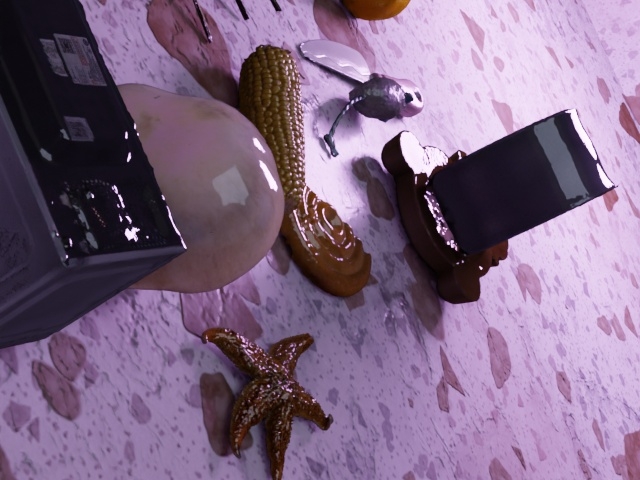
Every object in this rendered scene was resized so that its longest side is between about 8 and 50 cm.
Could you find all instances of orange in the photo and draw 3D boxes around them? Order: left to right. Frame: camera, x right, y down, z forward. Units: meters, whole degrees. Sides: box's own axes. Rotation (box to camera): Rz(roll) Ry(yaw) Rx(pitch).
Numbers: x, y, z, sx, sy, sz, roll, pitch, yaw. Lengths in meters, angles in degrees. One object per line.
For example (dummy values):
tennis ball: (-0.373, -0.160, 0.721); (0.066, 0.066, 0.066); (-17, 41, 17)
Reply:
orange: (0.095, -0.474, 1.971); (0.154, 0.134, 0.154); (51, 10, -12)

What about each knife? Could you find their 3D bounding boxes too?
knife: (0.075, -0.298, 1.888); (0.336, 0.043, 0.081); (21, 53, -48)

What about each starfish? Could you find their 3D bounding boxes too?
starfish: (-0.061, 0.183, 1.319); (0.240, 0.043, 0.227); (43, 36, -29)

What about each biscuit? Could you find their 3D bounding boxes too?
biscuit: (0.001, 0.000, 1.558); (0.224, 0.033, 0.144); (49, 33, -24)

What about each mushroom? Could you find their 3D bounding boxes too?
mushroom: (-0.172, -0.037, 1.164); (0.254, 0.234, 0.260); (-26, 59, -20)

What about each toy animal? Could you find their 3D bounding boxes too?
toy animal: (0.076, -0.222, 1.794); (0.079, 0.070, 0.253); (48, 38, 5)

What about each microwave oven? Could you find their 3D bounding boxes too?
microwave oven: (-0.284, -0.072, 0.967); (0.181, 0.237, 0.295); (-7, 70, -60)

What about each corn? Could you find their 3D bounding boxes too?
corn: (-0.066, -0.158, 1.513); (0.091, 0.091, 0.260); (53, 26, -58)

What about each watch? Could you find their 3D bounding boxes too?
watch: (0.325, -0.095, 1.841); (0.335, 0.327, 0.314); (-19, 85, -60)

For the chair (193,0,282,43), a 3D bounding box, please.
chair: (-0.164, -0.459, 1.524); (0.325, 0.170, 0.160); (63, 32, -15)
